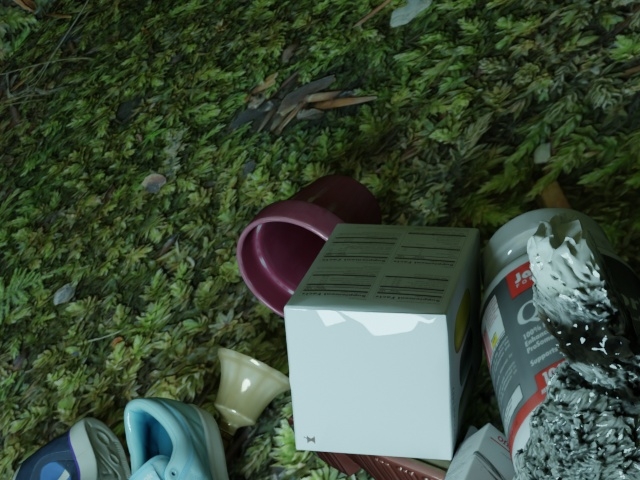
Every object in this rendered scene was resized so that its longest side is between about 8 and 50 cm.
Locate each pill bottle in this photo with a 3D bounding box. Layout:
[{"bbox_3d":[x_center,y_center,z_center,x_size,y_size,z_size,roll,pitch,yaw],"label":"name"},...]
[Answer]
[{"bbox_3d":[0.302,0.133,1.717,0.210,0.210,0.363,-28,34,15],"label":"pill bottle"}]

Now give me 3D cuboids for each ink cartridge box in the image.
[{"bbox_3d":[0.203,0.290,1.682,0.060,0.104,0.180,-46,7,41],"label":"ink cartridge box"}]

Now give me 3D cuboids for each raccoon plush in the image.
[{"bbox_3d":[0.210,0.201,1.443,0.299,0.446,0.216,-23,13,16],"label":"raccoon plush"}]

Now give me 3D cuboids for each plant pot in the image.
[{"bbox_3d":[0.000,0.000,2.178,0.201,0.201,0.180,-10,28,35],"label":"plant pot"}]

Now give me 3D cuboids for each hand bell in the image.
[{"bbox_3d":[-0.143,0.288,2.066,0.126,0.126,0.242,10,69,47],"label":"hand bell"}]

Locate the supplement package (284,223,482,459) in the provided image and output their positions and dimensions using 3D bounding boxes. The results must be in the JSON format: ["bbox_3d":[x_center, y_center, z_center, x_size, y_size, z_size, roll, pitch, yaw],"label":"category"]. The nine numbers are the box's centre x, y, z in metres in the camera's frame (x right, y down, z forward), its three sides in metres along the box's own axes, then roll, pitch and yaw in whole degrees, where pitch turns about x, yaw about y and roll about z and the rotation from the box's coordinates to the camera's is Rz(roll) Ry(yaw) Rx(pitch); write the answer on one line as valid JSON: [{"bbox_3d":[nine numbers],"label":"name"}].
[{"bbox_3d":[0.088,0.120,1.807,0.198,0.199,0.263,2,23,15],"label":"supplement package"}]

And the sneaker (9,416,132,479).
[{"bbox_3d":[-0.378,0.431,2.093,0.236,0.130,0.323,-41,38,13],"label":"sneaker"}]

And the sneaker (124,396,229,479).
[{"bbox_3d":[-0.192,0.364,1.913,0.135,0.150,0.366,-45,45,21],"label":"sneaker"}]

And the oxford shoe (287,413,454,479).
[{"bbox_3d":[0.098,0.250,1.856,0.130,0.123,0.348,-46,36,-19],"label":"oxford shoe"}]
